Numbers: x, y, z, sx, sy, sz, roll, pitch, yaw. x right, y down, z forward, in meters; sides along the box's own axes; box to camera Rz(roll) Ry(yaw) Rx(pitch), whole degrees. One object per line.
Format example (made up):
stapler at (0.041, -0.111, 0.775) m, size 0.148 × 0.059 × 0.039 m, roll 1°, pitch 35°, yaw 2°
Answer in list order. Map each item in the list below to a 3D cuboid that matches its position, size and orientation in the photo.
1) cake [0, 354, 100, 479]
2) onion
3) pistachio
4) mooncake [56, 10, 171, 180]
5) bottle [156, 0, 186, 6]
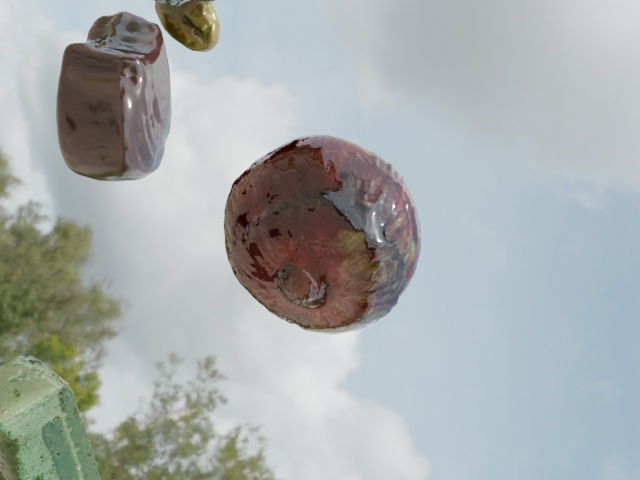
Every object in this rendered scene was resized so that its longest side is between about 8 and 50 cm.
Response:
cake at (-0.319, 0.256, 1.064) m, size 0.099 × 0.100 × 0.235 m, roll 11°, pitch -53°, yaw 47°
onion at (0.000, 0.000, 1.092) m, size 0.246 × 0.190 × 0.246 m, roll 9°, pitch -56°, yaw 13°
pistachio at (-0.265, -0.453, 1.774) m, size 0.100 × 0.110 × 0.189 m, roll 86°, pitch -18°, yaw -68°
mooncake at (-0.376, -0.274, 1.713) m, size 0.326 × 0.174 × 0.334 m, roll 64°, pitch 32°, yaw -86°
bottle at (-0.195, -0.442, 1.364) m, size 0.347 × 0.168 × 0.169 m, roll -58°, pitch 146°, yaw -70°
